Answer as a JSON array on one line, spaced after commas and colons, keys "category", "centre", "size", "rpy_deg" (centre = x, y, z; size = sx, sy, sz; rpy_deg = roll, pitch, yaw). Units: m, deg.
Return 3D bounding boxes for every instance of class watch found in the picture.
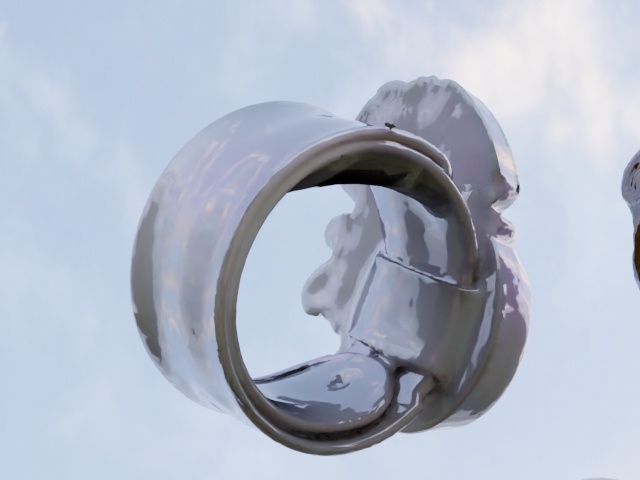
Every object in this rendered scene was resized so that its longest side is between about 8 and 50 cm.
[{"category": "watch", "centre": [0.000, 0.000, 0.969], "size": [0.231, 0.196, 0.244], "rpy_deg": [13, -87, -36]}]

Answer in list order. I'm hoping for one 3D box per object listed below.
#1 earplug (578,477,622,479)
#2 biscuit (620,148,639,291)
[{"category": "earplug", "centre": [0.165, 0.251, 0.693], "size": [0.172, 0.172, 0.301], "rpy_deg": [-24, -93, 9]}, {"category": "biscuit", "centre": [0.286, -0.050, 0.907], "size": [0.049, 0.273, 0.257], "rpy_deg": [30, -75, -29]}]
